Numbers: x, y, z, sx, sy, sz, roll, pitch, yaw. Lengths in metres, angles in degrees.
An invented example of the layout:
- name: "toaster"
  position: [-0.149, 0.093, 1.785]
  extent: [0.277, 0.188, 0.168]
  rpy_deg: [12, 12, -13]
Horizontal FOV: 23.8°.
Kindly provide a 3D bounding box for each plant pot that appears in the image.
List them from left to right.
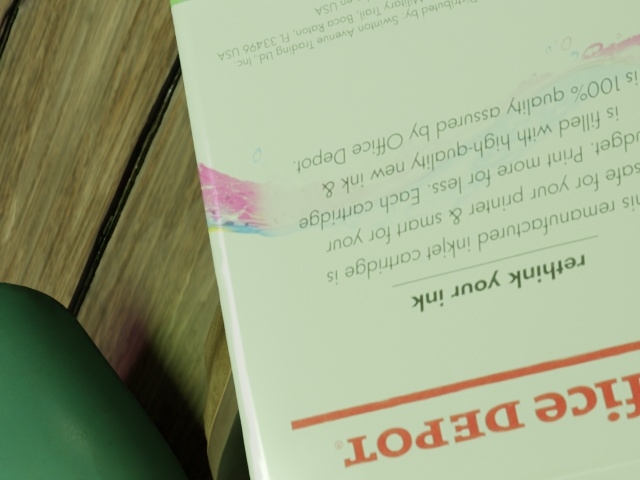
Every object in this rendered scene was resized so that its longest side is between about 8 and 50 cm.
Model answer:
- name: "plant pot"
  position: [-0.193, 0.209, 0.913]
  extent: [0.235, 0.293, 0.293]
  rpy_deg: [40, 122, 31]

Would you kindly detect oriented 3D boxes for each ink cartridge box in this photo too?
- name: "ink cartridge box"
  position: [0.071, 0.001, 0.587]
  extent: [0.207, 0.119, 0.353]
  rpy_deg: [-14, 72, 10]

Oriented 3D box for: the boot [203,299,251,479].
- name: "boot"
  position: [0.000, 0.000, 0.793]
  extent: [0.305, 0.112, 0.115]
  rpy_deg: [-65, 31, 33]
